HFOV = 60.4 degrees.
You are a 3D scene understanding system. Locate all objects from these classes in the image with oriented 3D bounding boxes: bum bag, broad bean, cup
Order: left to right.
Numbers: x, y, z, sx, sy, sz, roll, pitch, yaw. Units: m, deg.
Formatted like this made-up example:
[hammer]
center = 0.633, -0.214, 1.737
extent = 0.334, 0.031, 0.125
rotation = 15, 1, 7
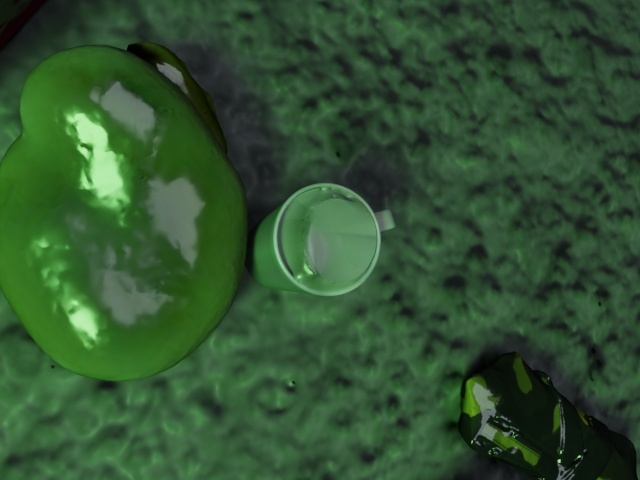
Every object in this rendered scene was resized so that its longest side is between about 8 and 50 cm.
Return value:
[broad bean]
center = -0.130, -0.021, 0.376
extent = 0.169, 0.100, 0.227
rotation = 13, 91, -13
[cup]
center = 0.000, 0.000, 0.410
extent = 0.104, 0.116, 0.074
rotation = -20, 91, -22
[bum bag]
center = 0.216, 0.189, 0.508
extent = 0.232, 0.060, 0.106
rotation = 41, 62, -15

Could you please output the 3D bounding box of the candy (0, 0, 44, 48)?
[candy]
center = -0.197, -0.223, 0.331
extent = 0.100, 0.157, 0.305
rotation = 37, 72, -19
